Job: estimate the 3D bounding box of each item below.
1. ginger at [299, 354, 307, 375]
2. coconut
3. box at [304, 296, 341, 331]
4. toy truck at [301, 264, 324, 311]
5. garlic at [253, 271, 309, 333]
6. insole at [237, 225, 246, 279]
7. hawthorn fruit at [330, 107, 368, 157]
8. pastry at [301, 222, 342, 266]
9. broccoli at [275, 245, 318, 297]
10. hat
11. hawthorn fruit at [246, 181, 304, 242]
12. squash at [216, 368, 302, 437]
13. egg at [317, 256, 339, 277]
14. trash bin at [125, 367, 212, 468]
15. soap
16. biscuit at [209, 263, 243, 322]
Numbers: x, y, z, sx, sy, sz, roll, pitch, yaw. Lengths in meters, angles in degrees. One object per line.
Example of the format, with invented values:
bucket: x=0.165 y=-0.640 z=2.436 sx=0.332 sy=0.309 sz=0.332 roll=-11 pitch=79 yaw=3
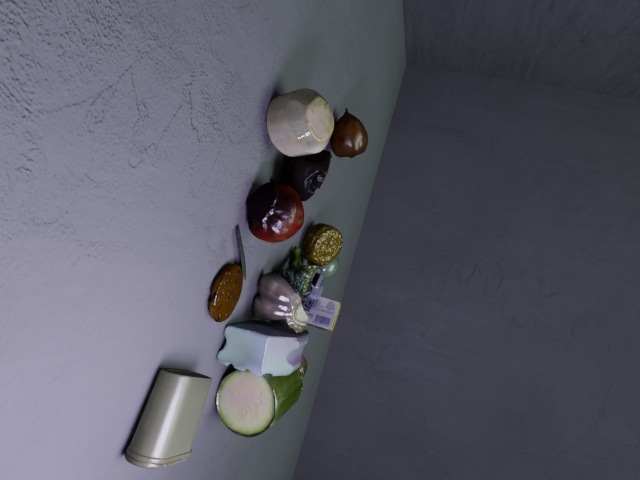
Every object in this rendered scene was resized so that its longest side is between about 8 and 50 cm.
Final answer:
ginger: x=-0.181 y=0.806 z=2.450 sx=0.245 sy=0.155 sz=0.304 roll=-60 pitch=168 yaw=-65
coconut: x=-0.076 y=-0.411 z=1.481 sx=0.241 sy=0.240 sz=0.242 roll=15 pitch=90 yaw=-76
box: x=-0.033 y=0.387 z=2.317 sx=0.097 sy=0.264 sz=0.169 roll=76 pitch=30 yaw=-65
toy truck: x=-0.064 y=0.248 z=2.163 sx=0.268 sy=0.155 sz=0.125 roll=117 pitch=-2 yaw=-55
garlic: x=-0.170 y=0.253 z=1.777 sx=0.237 sy=0.291 sz=0.210 roll=22 pitch=92 yaw=-51
insole: x=-0.279 y=0.044 z=1.507 sx=0.080 sy=0.003 sz=0.232 roll=-96 pitch=-176 yaw=-53
hawthorn fruit: x=0.142 y=-0.561 z=2.208 sx=0.208 sy=0.207 sz=0.249 roll=-50 pitch=135 yaw=-59
pastry: x=0.009 y=0.027 z=2.255 sx=0.235 sy=0.132 sz=0.240 roll=-51 pitch=133 yaw=-18
broccoli: x=-0.104 y=0.128 z=1.965 sx=0.198 sy=0.177 sz=0.275 roll=-24 pitch=-141 yaw=45
hat: x=-0.085 y=-0.304 z=1.713 sx=0.238 sy=0.208 sz=0.336 roll=-58 pitch=-171 yaw=17
hawthorn fruit: x=-0.157 y=-0.097 z=1.523 sx=0.249 sy=0.215 sz=0.216 roll=-25 pitch=129 yaw=-77
squash: x=-0.243 y=0.638 z=1.786 sx=0.384 sy=0.262 sz=0.264 roll=26 pitch=79 yaw=-76
egg: x=0.033 y=0.144 z=2.544 sx=0.150 sy=0.149 sz=0.192 roll=90 pitch=20 yaw=-46
trash bin: x=-0.431 y=0.514 z=1.244 sx=0.243 sy=0.121 sz=0.248 roll=65 pitch=40 yaw=-67
soap: x=-0.200 y=0.431 z=1.738 sx=0.446 sy=0.261 sz=0.156 roll=30 pitch=72 yaw=-74
biscuit: x=-0.325 y=0.179 z=1.462 sx=0.212 sy=0.036 sz=0.213 roll=14 pitch=90 yaw=-78
